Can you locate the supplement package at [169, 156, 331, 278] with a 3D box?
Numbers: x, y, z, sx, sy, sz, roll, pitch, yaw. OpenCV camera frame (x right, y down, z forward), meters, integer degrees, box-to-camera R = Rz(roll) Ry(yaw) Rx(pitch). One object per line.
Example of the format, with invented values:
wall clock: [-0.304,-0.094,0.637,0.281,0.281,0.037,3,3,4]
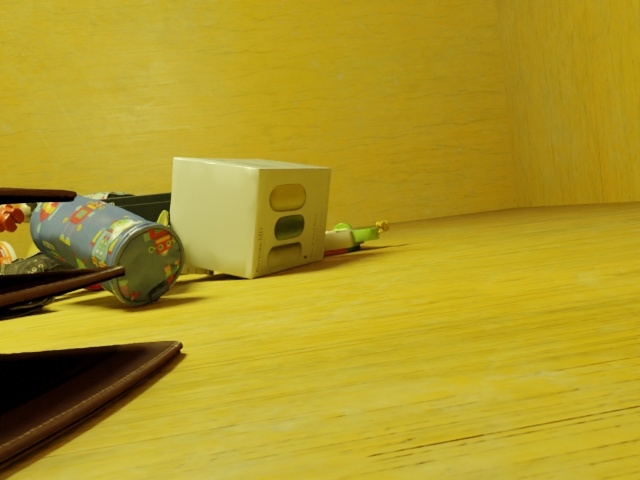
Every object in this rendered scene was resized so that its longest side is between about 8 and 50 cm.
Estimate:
supplement package: [-0.131,-0.054,1.206,0.198,0.199,0.262,10,11,28]

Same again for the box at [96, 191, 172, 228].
box: [-0.379,-0.009,1.364,0.261,0.184,0.103,-7,3,-19]

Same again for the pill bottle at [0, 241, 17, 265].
pill bottle: [-0.797,0.072,1.356,0.121,0.121,0.221,-4,3,39]

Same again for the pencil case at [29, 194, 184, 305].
pencil case: [-0.333,0.009,0.949,0.306,0.133,0.119,17,45,43]

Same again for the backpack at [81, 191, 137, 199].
backpack: [-0.573,-0.020,1.640,0.191,0.225,0.253,-8,1,0]

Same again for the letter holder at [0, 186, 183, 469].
letter holder: [-0.235,0.039,0.384,0.214,0.152,0.302,-4,3,11]

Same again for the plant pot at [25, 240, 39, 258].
plant pot: [-0.755,0.059,1.699,0.134,0.134,0.095,-6,27,11]

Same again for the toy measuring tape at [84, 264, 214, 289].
toy measuring tape: [-0.385,0.040,1.239,0.330,0.121,0.121,1,0,-20]

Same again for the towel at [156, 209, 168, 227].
towel: [-0.290,0.016,1.076,0.021,0.102,0.237,18,9,-17]

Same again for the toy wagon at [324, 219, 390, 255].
toy wagon: [0.000,0.000,1.495,0.344,0.068,0.267,-5,3,20]

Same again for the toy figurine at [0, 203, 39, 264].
toy figurine: [-0.639,0.011,1.276,0.148,0.213,0.209,9,9,19]

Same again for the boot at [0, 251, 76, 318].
boot: [-0.475,0.079,1.009,0.263,0.091,0.229,-14,12,-36]
